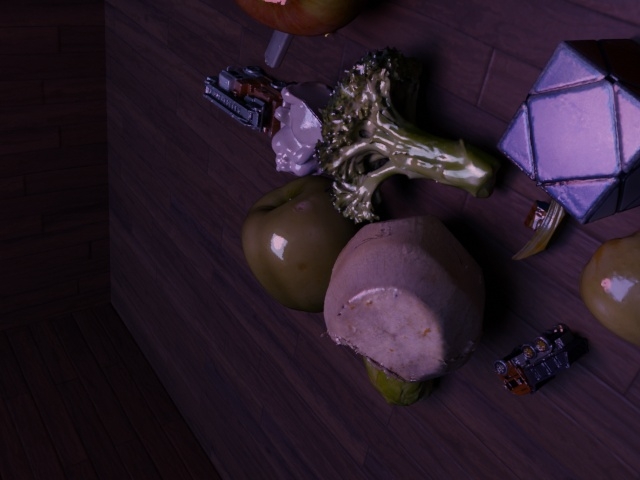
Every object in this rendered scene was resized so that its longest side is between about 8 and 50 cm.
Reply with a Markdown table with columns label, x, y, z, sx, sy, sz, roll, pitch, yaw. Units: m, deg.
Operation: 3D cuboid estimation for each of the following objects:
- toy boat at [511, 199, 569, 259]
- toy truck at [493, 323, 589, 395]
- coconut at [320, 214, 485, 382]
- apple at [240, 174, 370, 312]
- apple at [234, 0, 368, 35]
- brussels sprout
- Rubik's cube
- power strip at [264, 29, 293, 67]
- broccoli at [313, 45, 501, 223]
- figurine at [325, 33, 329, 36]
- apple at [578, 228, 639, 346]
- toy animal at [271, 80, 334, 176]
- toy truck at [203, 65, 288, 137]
| label | x | y | z | sx | sy | sz | roll | pitch | yaw |
| --- | --- | --- | --- | --- | --- | --- | --- | --- | --- |
| toy boat | 0.424 | -0.028 | 1.168 | 0.066 | 0.065 | 0.172 | 36 | 125 | 25 |
| toy truck | 0.443 | 0.243 | 1.225 | 0.092 | 0.083 | 0.192 | 58 | 141 | 15 |
| coconut | 0.188 | 0.118 | 1.325 | 0.347 | 0.360 | 0.346 | 8 | 118 | 15 |
| apple | -0.025 | 0.012 | 1.574 | 0.357 | 0.357 | 0.357 | 24 | 121 | 48 |
| apple | -0.035 | -0.658 | 1.324 | 0.400 | 0.333 | 0.400 | 23 | 147 | 16 |
| brussels sprout | 0.190 | 0.310 | 1.532 | 0.223 | 0.161 | 0.223 | 25 | 125 | 42 |
| Rubik's cube | 0.448 | -0.176 | 0.957 | 0.205 | 0.207 | 0.205 | 52 | 138 | 28 |
| power strip | -0.102 | -0.597 | 1.725 | 0.060 | 0.027 | 0.252 | 62 | 143 | 21 |
| broccoli | 0.183 | -0.245 | 1.308 | 0.397 | 0.275 | 0.353 | -1 | 123 | 48 |
| figurine | -0.017 | -0.617 | 1.560 | 0.130 | 0.109 | 0.178 | 19 | 120 | 21 |
| apple | 0.518 | 0.073 | 0.974 | 0.200 | 0.200 | 0.200 | 24 | 121 | 48 |
| toy animal | -0.027 | -0.294 | 1.614 | 0.289 | 0.174 | 0.249 | -13 | 103 | 54 |
| toy truck | -0.217 | -0.421 | 1.813 | 0.338 | 0.185 | 0.132 | 41 | 132 | 39 |
